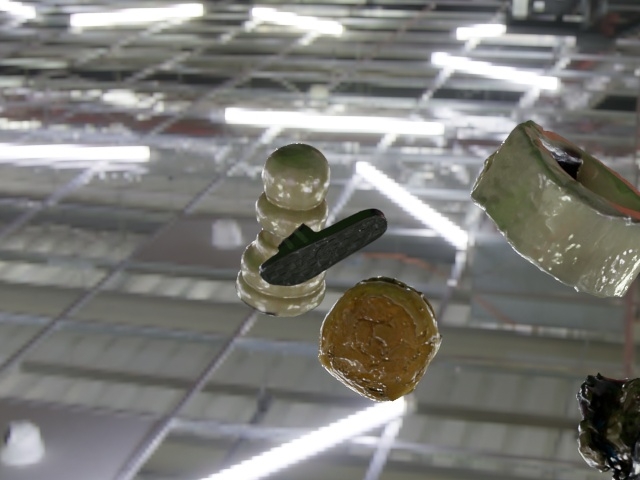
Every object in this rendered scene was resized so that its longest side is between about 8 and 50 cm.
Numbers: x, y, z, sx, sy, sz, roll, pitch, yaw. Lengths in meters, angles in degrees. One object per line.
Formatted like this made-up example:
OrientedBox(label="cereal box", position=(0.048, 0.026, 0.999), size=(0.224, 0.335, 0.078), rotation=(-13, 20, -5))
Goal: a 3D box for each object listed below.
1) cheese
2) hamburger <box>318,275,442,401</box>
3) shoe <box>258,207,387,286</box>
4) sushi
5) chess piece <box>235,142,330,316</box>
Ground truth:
OrientedBox(label="cheese", position=(0.391, -0.052, 2.122), size=(0.332, 0.153, 0.292), rotation=(12, -151, -52))
OrientedBox(label="hamburger", position=(0.103, 0.164, 2.262), size=(0.214, 0.213, 0.108), rotation=(5, -174, 13))
OrientedBox(label="shoe", position=(0.000, 0.000, 1.731), size=(0.179, 0.071, 0.049), rotation=(-28, -129, 4))
OrientedBox(label="sushi", position=(0.485, 0.284, 1.917), size=(0.219, 0.238, 0.225), rotation=(-1, -125, 44))
OrientedBox(label="chess piece", position=(-0.047, -0.024, 2.024), size=(0.143, 0.260, 0.142), rotation=(6, -147, -4))
